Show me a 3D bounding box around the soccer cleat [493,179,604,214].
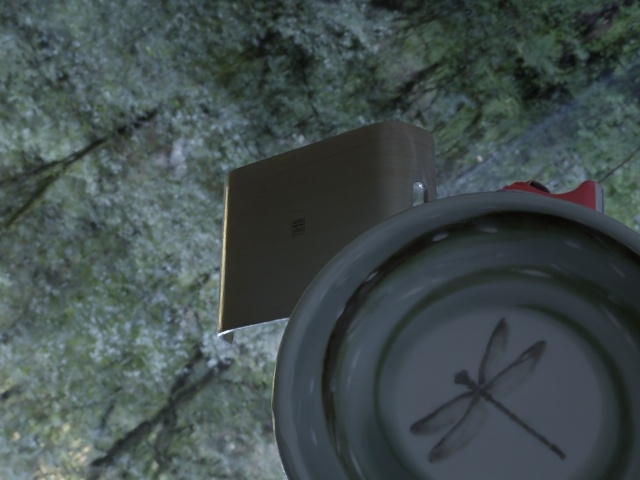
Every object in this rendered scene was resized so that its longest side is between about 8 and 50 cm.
[{"bbox_3d":[0.257,-0.029,1.226,0.108,0.116,0.318,19,175,-32],"label":"soccer cleat"}]

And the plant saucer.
[{"bbox_3d":[0.159,0.143,0.814,0.400,0.400,0.100,39,163,31],"label":"plant saucer"}]

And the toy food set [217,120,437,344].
[{"bbox_3d":[0.000,0.000,1.080,0.306,0.220,0.092,-15,153,34],"label":"toy food set"}]
